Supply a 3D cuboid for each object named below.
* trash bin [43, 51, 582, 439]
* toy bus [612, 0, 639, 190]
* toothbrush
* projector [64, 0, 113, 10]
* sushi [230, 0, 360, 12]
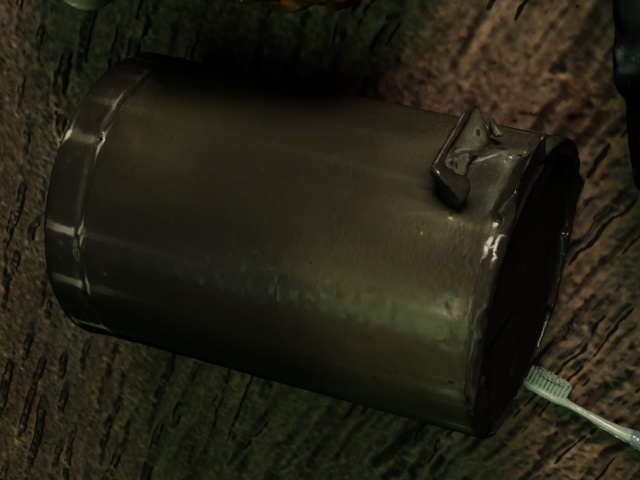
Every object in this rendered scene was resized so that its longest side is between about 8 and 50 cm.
[{"bbox_3d":[0.000,0.000,0.865,0.301,0.203,0.252,13,145,23],"label":"trash bin"},{"bbox_3d":[0.191,-0.210,0.670,0.093,0.092,0.409,6,124,31],"label":"toy bus"},{"bbox_3d":[0.245,0.150,0.941,0.219,0.016,0.019,30,123,12],"label":"toothbrush"},{"bbox_3d":[-0.155,-0.219,0.884,0.083,0.083,0.082,38,133,4],"label":"projector"},{"bbox_3d":[-0.037,-0.224,0.733,0.213,0.200,0.204,39,141,10],"label":"sushi"}]
